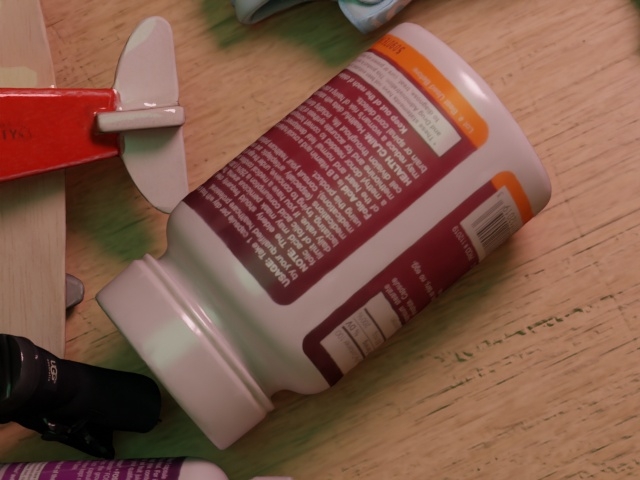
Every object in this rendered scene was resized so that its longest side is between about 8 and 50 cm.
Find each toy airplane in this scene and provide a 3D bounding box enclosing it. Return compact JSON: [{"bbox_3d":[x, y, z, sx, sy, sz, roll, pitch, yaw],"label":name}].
[{"bbox_3d":[-0.316,-0.105,1.912,0.384,0.272,0.386,41,71,-23],"label":"toy airplane"}]

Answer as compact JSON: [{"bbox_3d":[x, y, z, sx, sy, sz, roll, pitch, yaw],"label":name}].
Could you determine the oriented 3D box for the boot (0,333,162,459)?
[{"bbox_3d":[-0.296,0.161,1.848,0.246,0.207,0.094,-17,64,30],"label":"boot"}]

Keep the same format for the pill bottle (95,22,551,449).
[{"bbox_3d":[0.000,0.000,1.840,0.392,0.224,0.224,-39,74,-5],"label":"pill bottle"}]

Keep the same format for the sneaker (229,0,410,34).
[{"bbox_3d":[0.078,-0.280,1.962,0.366,0.135,0.150,-5,87,16],"label":"sneaker"}]

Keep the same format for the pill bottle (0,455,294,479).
[{"bbox_3d":[-0.171,0.283,1.813,0.301,0.169,0.169,-3,75,7],"label":"pill bottle"}]
